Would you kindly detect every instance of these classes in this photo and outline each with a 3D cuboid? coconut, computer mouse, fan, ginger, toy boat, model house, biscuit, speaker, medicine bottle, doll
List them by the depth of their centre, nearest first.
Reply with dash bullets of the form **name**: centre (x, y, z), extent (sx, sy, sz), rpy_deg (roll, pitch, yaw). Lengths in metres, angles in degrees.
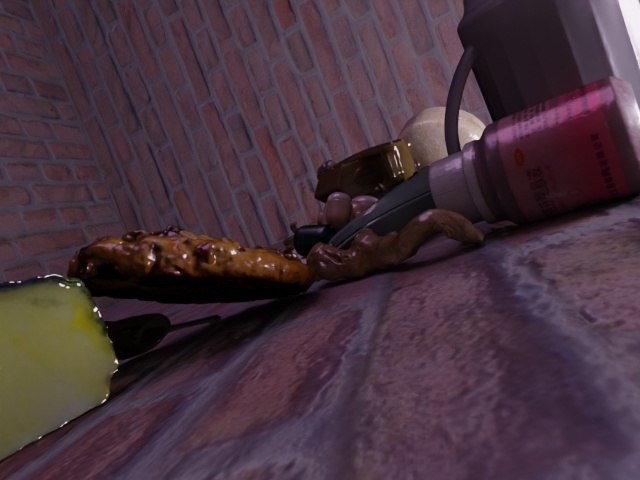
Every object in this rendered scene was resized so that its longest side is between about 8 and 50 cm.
- **model house**: centre (-0.376, 0.144, 0.556), extent (0.211, 0.170, 0.194), rpy_deg (-18, 7, 41)
- **medicine bottle**: centre (0.271, -0.095, 0.615), extent (0.247, 0.147, 0.147), rpy_deg (-19, 4, 35)
- **ginger**: centre (0.089, 0.008, 0.689), extent (0.288, 0.075, 0.089), rpy_deg (-19, 32, 39)
- **biscuit**: centre (-0.175, 0.041, 0.695), extent (0.333, 0.081, 0.289), rpy_deg (6, -14, -24)
- **fan**: centre (-0.256, 0.141, 0.738), extent (0.226, 0.008, 0.152), rpy_deg (-10, -31, -37)
- **computer mouse**: centre (0.139, -0.038, 0.873), extent (0.288, 0.097, 0.159), rpy_deg (-37, -1, -41)
- **speaker**: centre (0.001, 0.005, 0.903), extent (0.075, 0.060, 0.094), rpy_deg (-1, -16, 34)
- **doll**: centre (0.039, -0.028, 1.080), extent (0.154, 0.119, 0.278), rpy_deg (16, -16, -24)
- **toy boat**: centre (0.083, -0.151, 1.140), extent (0.162, 0.136, 0.445), rpy_deg (-23, 6, -19)
- **coconut**: centre (0.291, -0.188, 1.167), extent (0.244, 0.245, 0.247), rpy_deg (-19, 23, 32)

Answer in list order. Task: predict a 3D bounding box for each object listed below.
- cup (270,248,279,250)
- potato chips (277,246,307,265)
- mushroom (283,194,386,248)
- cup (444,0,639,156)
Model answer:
- **cup**: centre (-0.154, 0.061, 1.542), extent (0.054, 0.075, 0.083), rpy_deg (16, 3, 3)
- **potato chips**: centre (-0.045, 0.049, 0.948), extent (0.201, 0.049, 0.150), rpy_deg (-22, 23, -13)
- **mushroom**: centre (0.058, -0.031, 1.281), extent (0.333, 0.087, 0.107), rpy_deg (-23, 19, 9)
- **cup**: centre (0.328, -0.233, 0.729), extent (0.322, 0.327, 0.237), rpy_deg (-25, 10, 6)
